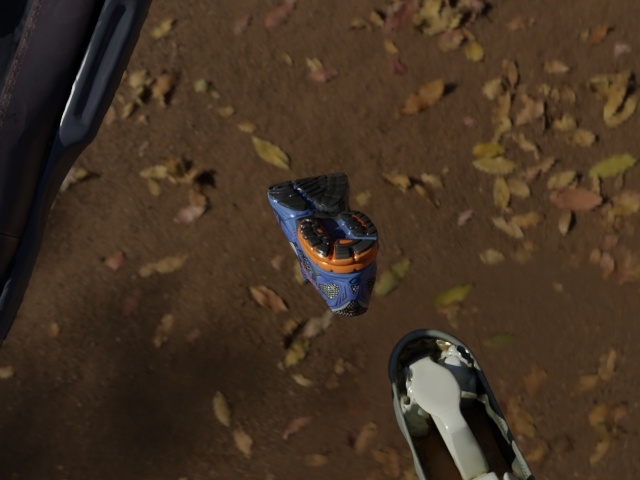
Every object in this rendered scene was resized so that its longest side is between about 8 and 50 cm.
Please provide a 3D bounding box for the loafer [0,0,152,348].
[{"bbox_3d":[-0.185,-0.024,0.561,0.095,0.109,0.302,25,90,-22],"label":"loafer"}]

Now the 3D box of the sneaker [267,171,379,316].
[{"bbox_3d":[0.000,0.000,1.033,0.083,0.221,0.087,-8,116,-6],"label":"sneaker"}]

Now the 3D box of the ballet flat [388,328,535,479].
[{"bbox_3d":[0.084,0.135,0.608,0.072,0.068,0.213,-22,45,-1],"label":"ballet flat"}]
